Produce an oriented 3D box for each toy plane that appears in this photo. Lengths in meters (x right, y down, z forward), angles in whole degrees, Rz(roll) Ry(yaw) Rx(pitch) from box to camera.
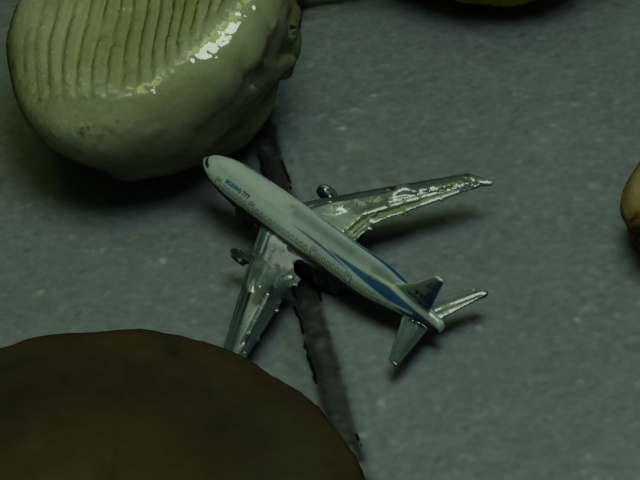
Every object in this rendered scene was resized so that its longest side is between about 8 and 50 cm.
[{"bbox_3d":[0.002,0.003,1.168,0.226,0.058,0.226,-37,44,-26],"label":"toy plane"}]

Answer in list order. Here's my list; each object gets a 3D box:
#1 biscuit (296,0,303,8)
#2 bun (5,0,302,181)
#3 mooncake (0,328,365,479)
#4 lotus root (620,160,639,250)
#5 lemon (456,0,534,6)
[{"bbox_3d":[-0.107,-0.207,1.461,0.182,0.034,0.215,-13,40,-4],"label":"biscuit"},{"bbox_3d":[-0.106,-0.130,1.287,0.231,0.133,0.231,-13,47,14],"label":"bun"},{"bbox_3d":[-0.106,0.189,0.871,0.290,0.161,0.290,-5,39,4],"label":"mooncake"},{"bbox_3d":[0.239,-0.039,1.174,0.073,0.062,0.150,29,51,27],"label":"lotus root"},{"bbox_3d":[0.122,-0.265,1.391,0.193,0.180,0.180,3,40,14],"label":"lemon"}]
